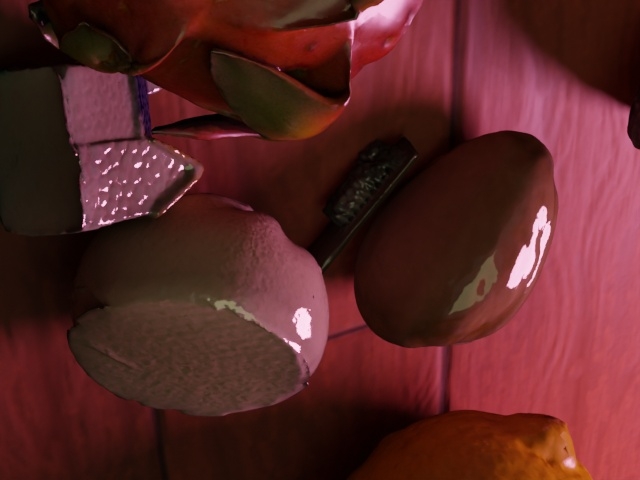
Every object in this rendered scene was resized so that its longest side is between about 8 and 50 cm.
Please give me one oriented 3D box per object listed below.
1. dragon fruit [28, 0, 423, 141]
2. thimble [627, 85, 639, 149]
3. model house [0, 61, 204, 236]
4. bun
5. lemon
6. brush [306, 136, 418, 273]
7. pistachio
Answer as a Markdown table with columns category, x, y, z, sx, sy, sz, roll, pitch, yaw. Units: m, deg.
| category | x | y | z | sx | sy | sz | roll | pitch | yaw |
| --- | --- | --- | --- | --- | --- | --- | --- | --- | --- |
| dragon fruit | -0.052 | -0.163 | 0.674 | 0.227 | 0.224 | 0.224 | 7 | 122 | -29 |
| thimble | 0.304 | -0.093 | 0.976 | 0.150 | 0.150 | 0.097 | 4 | 121 | -32 |
| model house | -0.138 | -0.061 | 0.806 | 0.100 | 0.088 | 0.100 | -18 | 103 | -47 |
| bun | -0.075 | 0.032 | 0.879 | 0.173 | 0.119 | 0.173 | 6 | 147 | 4 |
| lemon | 0.116 | 0.264 | 1.107 | 0.233 | 0.233 | 0.288 | 30 | 99 | -42 |
| brush | 0.000 | 0.000 | 0.959 | 0.028 | 0.034 | 0.190 | 29 | 109 | -32 |
| pistachio | 0.104 | 0.002 | 0.977 | 0.185 | 0.126 | 0.108 | -49 | 176 | 9 |
